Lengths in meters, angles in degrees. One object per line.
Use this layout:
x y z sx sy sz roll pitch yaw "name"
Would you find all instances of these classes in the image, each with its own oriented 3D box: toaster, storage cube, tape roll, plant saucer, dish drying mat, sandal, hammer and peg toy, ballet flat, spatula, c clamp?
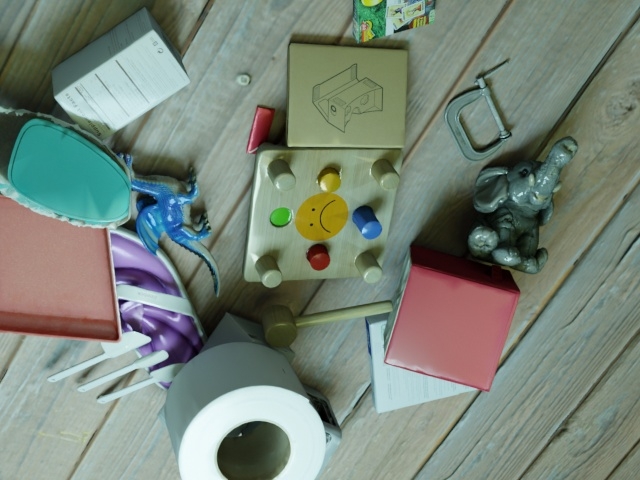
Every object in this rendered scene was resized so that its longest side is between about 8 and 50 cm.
-0.064 0.341 1.988 0.168 0.185 0.110 30 104 -22 "toaster"
0.227 0.131 1.873 0.193 0.183 0.214 15 101 1 "storage cube"
-0.129 0.313 1.761 0.246 0.169 0.246 -5 112 -14 "tape roll"
-0.448 0.036 1.707 0.259 0.047 0.259 4 118 10 "plant saucer"
-0.100 -0.181 1.753 0.032 0.008 0.083 7 118 -19 "dish drying mat"
-0.296 0.130 1.822 0.169 0.102 0.416 -32 127 3 "sandal"
0.000 0.000 1.820 0.266 0.127 0.361 -3 121 -18 "hammer and peg toy"
-0.465 -0.138 1.571 0.409 0.147 0.147 23 112 -11 "ballet flat"
-0.354 0.227 1.853 0.242 0.019 0.168 -23 142 31 "spatula"
0.287 -0.214 1.837 0.137 0.022 0.160 -25 123 0 "c clamp"

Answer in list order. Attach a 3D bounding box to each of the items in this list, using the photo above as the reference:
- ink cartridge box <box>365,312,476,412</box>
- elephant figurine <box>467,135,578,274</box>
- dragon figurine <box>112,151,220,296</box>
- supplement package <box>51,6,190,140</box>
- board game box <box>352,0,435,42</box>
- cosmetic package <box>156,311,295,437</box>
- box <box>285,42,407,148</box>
0.204 0.219 2.058 0.224 0.045 0.223 -11 121 -9 "ink cartridge box"
0.356 -0.070 1.876 0.169 0.186 0.239 17 89 -61 "elephant figurine"
-0.259 -0.032 1.747 0.144 0.085 0.289 -16 118 -4 "dragon figurine"
-0.304 -0.249 1.595 0.179 0.105 0.105 -32 126 5 "supplement package"
0.115 -0.414 1.599 0.136 0.030 0.259 -15 147 -8 "board game box"
-0.169 0.259 1.896 0.127 0.107 0.238 28 97 -49 "cosmetic package"
0.043 -0.232 1.716 0.201 0.021 0.164 0 94 -17 "box"
